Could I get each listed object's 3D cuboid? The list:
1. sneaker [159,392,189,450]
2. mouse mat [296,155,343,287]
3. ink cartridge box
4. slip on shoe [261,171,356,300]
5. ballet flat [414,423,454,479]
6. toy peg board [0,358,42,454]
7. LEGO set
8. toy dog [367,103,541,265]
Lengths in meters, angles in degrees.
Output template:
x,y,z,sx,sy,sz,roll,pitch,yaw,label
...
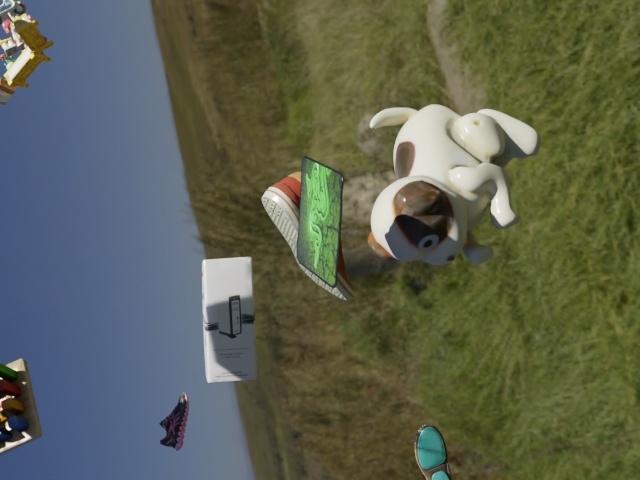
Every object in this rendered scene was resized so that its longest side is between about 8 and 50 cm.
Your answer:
x,y,z,sx,sy,sz,roll,pitch,yaw,label
-0.306,0.375,1.772,0.047,0.057,0.119,117,163,-76,sneaker
-0.003,-0.032,1.376,0.153,0.007,0.189,33,122,59,mouse mat
-0.157,0.132,1.449,0.148,0.086,0.203,155,112,-81,ink cartridge box
0.000,0.000,1.649,0.123,0.101,0.331,26,154,45,slip on shoe
0.247,0.487,1.857,0.067,0.073,0.206,-123,18,-79,ballet flat
-0.619,0.312,1.566,0.079,0.161,0.160,59,-172,-62,toy peg board
-0.621,-0.402,1.709,0.107,0.132,0.287,57,151,14,LEGO set
0.261,-0.119,1.878,0.284,0.395,0.408,-43,12,48,toy dog
